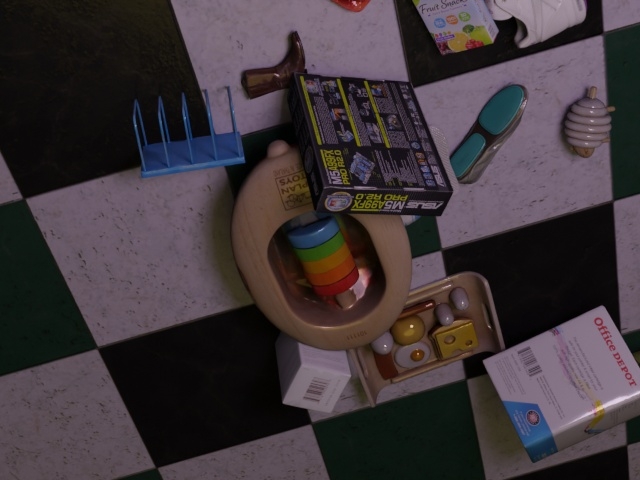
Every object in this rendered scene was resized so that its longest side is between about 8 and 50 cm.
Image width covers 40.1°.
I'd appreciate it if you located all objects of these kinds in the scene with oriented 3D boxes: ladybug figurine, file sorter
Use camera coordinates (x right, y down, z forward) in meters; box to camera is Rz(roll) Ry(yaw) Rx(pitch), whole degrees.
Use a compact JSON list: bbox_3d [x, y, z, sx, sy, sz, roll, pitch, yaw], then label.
[{"bbox_3d":[0.000,0.000,1.579,0.305,0.162,0.449,-16,124,4],"label":"ladybug figurine"},{"bbox_3d":[-0.220,-0.185,1.457,0.170,0.118,0.104,-9,120,-5],"label":"file sorter"}]

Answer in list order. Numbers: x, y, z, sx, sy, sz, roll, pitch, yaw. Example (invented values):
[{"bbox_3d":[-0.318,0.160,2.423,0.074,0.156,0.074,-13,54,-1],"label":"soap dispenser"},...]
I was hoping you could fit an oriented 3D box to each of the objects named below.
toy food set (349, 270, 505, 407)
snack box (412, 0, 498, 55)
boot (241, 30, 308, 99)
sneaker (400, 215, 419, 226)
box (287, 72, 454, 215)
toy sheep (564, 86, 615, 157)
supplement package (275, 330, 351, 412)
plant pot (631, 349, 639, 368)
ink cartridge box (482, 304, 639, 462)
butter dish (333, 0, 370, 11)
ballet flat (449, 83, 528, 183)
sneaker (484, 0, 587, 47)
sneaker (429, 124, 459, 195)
[{"bbox_3d":[0.216,0.210,1.793,0.306,0.092,0.220,-20,123,3],"label":"toy food set"},{"bbox_3d":[0.216,-0.377,1.433,0.100,0.037,0.141,-6,132,39],"label":"snack box"},{"bbox_3d":[-0.081,-0.291,1.465,0.114,0.037,0.106,-10,125,1],"label":"boot"},{"bbox_3d":[0.117,-0.131,1.581,0.086,0.085,0.237,-40,119,-18],"label":"sneaker"},{"bbox_3d":[0.074,-0.158,1.422,0.216,0.270,0.060,0,139,-18],"label":"box"},{"bbox_3d":[0.486,-0.213,1.588,0.091,0.091,0.132,-3,108,-9],"label":"toy sheep"},{"bbox_3d":[-0.018,0.231,1.710,0.105,0.179,0.105,15,120,-18],"label":"supplement package"},{"bbox_3d":[0.733,0.264,1.935,0.079,0.083,0.083,-32,122,-5],"label":"plant pot"},{"bbox_3d":[0.508,0.299,1.802,0.270,0.198,0.197,-26,151,6],"label":"ink cartridge box"},{"bbox_3d":[0.048,-0.437,1.347,0.160,0.118,0.160,25,114,-24],"label":"butter dish"},{"bbox_3d":[0.308,-0.190,1.588,0.068,0.072,0.213,11,124,-48],"label":"ballet flat"},{"bbox_3d":[0.311,-0.438,1.396,0.152,0.114,0.305,-31,121,11],"label":"sneaker"},{"bbox_3d":[0.203,-0.137,1.593,0.051,0.070,0.134,-14,85,-29],"label":"sneaker"}]
